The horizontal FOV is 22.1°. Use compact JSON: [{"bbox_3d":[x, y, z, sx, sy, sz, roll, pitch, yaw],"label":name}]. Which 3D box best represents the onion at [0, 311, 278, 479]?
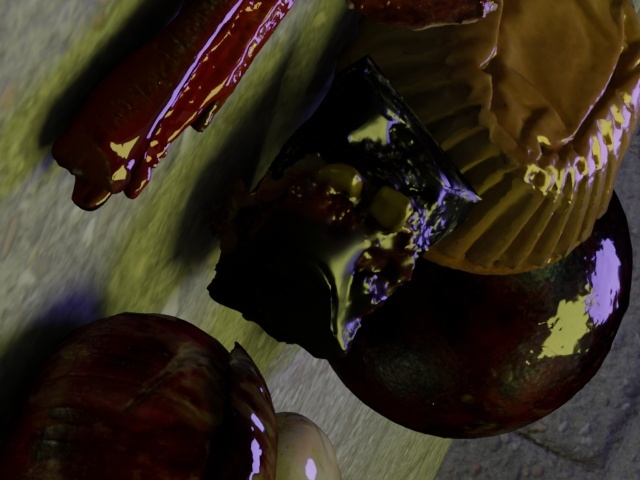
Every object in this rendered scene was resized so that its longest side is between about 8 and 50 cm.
[{"bbox_3d":[-0.112,0.166,1.010,0.246,0.190,0.246,15,90,-90],"label":"onion"}]

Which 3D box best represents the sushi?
[{"bbox_3d":[0.000,0.000,1.166,0.172,0.153,0.150,-29,-157,27],"label":"sushi"}]

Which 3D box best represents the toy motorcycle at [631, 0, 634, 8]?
[{"bbox_3d":[0.262,-0.271,1.727,0.188,0.143,0.327,-32,133,-82],"label":"toy motorcycle"}]

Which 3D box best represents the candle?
[{"bbox_3d":[-0.052,-0.133,0.922,0.302,0.059,0.084,-57,175,-25],"label":"candle"}]

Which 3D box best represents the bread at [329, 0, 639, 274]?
[{"bbox_3d":[0.142,-0.108,1.289,0.274,0.274,0.149,-56,-165,-25],"label":"bread"}]

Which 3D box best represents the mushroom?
[{"bbox_3d":[-0.039,0.241,1.621,0.148,0.112,0.148,-5,90,-74],"label":"mushroom"}]

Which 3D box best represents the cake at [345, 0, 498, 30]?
[{"bbox_3d":[0.060,-0.258,1.148,0.086,0.116,0.220,-28,111,-73],"label":"cake"}]

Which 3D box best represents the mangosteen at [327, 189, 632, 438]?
[{"bbox_3d":[0.111,0.010,1.482,0.306,0.359,0.306,-42,-159,20],"label":"mangosteen"}]
